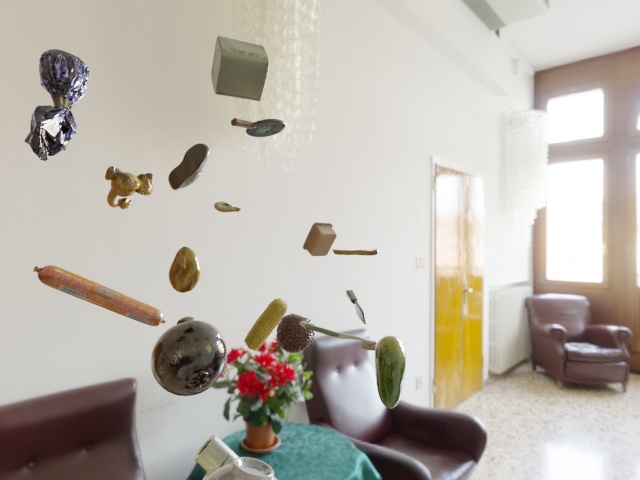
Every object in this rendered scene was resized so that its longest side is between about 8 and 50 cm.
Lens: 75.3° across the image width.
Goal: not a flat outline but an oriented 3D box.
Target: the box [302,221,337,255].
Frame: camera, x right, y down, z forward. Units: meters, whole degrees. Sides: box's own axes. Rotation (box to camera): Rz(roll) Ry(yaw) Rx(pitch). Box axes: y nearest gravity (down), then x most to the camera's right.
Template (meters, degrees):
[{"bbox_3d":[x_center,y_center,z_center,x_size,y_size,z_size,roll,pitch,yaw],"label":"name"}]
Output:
[{"bbox_3d":[0.000,0.000,1.486,0.089,0.122,0.062,2,38,-37],"label":"box"}]

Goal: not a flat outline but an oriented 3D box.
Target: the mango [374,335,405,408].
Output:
[{"bbox_3d":[0.258,0.476,1.515,0.114,0.251,0.156,-3,-10,-3],"label":"mango"}]

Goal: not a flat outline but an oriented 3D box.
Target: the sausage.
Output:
[{"bbox_3d":[-0.567,0.149,1.089,0.347,0.053,0.053,32,-17,-28],"label":"sausage"}]

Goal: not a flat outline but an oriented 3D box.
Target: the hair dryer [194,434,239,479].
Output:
[{"bbox_3d":[-0.466,1.005,1.710,0.128,0.203,0.362,-44,3,21],"label":"hair dryer"}]

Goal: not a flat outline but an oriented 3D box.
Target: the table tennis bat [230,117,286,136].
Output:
[{"bbox_3d":[-0.176,-0.351,1.106,0.107,0.119,0.169,-17,-6,37],"label":"table tennis bat"}]

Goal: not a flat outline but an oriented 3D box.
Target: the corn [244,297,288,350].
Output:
[{"bbox_3d":[-0.222,0.340,1.693,0.081,0.248,0.081,36,6,-4],"label":"corn"}]

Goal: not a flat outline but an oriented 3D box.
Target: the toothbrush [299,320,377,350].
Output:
[{"bbox_3d":[0.035,0.226,1.001,0.018,0.024,0.257,9,-3,-43],"label":"toothbrush"}]

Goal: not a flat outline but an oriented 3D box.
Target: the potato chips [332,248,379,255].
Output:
[{"bbox_3d":[0.149,0.048,1.721,0.203,0.026,0.037,-1,24,-11],"label":"potato chips"}]

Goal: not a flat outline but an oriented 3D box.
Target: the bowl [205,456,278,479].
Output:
[{"bbox_3d":[-0.241,0.817,1.352,0.345,0.157,0.345,17,-10,3],"label":"bowl"}]

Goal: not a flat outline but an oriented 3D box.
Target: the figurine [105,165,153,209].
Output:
[{"bbox_3d":[-0.569,-0.150,1.245,0.121,0.122,0.176,31,12,8],"label":"figurine"}]

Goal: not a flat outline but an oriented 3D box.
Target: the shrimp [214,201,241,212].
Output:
[{"bbox_3d":[-0.366,-0.133,1.630,0.108,0.023,0.059,-1,45,-37],"label":"shrimp"}]

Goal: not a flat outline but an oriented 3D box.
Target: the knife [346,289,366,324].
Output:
[{"bbox_3d":[0.123,0.227,1.378,0.028,0.060,0.230,-9,14,-7],"label":"knife"}]

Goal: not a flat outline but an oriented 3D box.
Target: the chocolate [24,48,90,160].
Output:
[{"bbox_3d":[-0.717,-0.355,1.135,0.126,0.344,0.148,3,-27,-23],"label":"chocolate"}]

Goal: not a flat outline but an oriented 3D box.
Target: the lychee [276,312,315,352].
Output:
[{"bbox_3d":[-0.115,0.426,1.901,0.187,0.188,0.188,1,-1,0],"label":"lychee"}]

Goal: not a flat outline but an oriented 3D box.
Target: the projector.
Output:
[{"bbox_3d":[-0.145,-0.305,0.739,0.082,0.083,0.083,1,-43,-25],"label":"projector"}]

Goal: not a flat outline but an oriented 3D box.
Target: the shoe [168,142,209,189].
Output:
[{"bbox_3d":[-0.557,-0.319,1.806,0.274,0.103,0.098,-33,-9,33],"label":"shoe"}]

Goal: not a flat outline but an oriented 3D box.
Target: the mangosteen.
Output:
[{"bbox_3d":[-0.483,0.420,1.528,0.287,0.288,0.288,1,-1,0],"label":"mangosteen"}]

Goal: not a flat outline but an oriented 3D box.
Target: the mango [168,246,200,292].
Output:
[{"bbox_3d":[-0.479,0.108,1.470,0.111,0.163,0.089,28,18,2],"label":"mango"}]
